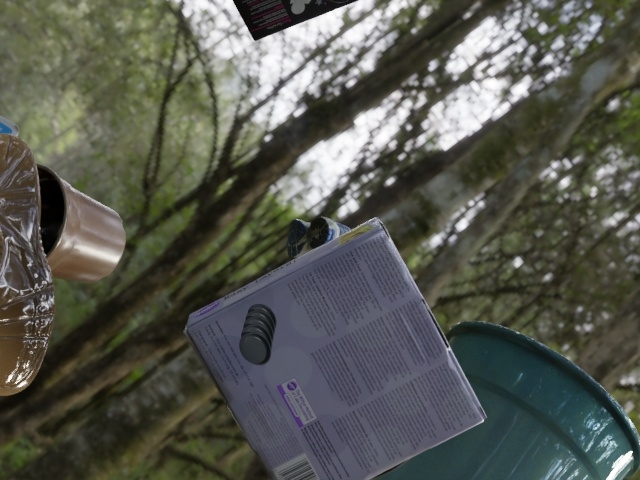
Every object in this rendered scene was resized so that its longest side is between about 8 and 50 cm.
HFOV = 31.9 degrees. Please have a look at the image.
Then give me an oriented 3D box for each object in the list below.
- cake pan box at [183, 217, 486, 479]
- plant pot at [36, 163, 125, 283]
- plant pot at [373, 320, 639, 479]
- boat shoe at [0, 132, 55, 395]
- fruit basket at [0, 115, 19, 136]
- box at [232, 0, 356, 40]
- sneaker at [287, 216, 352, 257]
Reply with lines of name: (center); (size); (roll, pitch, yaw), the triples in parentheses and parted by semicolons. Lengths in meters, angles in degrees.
cake pan box: (0.020, 0.145, 1.238); (0.266, 0.246, 0.070); (60, 4, -11)
plant pot: (-0.388, -0.012, 1.672); (0.167, 0.167, 0.165); (42, 9, 32)
plant pot: (0.226, 0.351, 1.596); (0.341, 0.334, 0.341); (33, -25, 17)
boat shoe: (-0.361, 0.027, 1.238); (0.089, 0.105, 0.285); (-2, -92, 32)
fruit basket: (-0.651, -0.099, 1.551); (0.327, 0.353, 0.165); (35, 7, -10)
box: (-0.044, -0.523, 2.215); (0.163, 0.247, 0.142); (-84, 152, -54)
sneaker: (0.000, 0.000, 1.470); (0.135, 0.058, 0.052); (-1, -100, 63)
